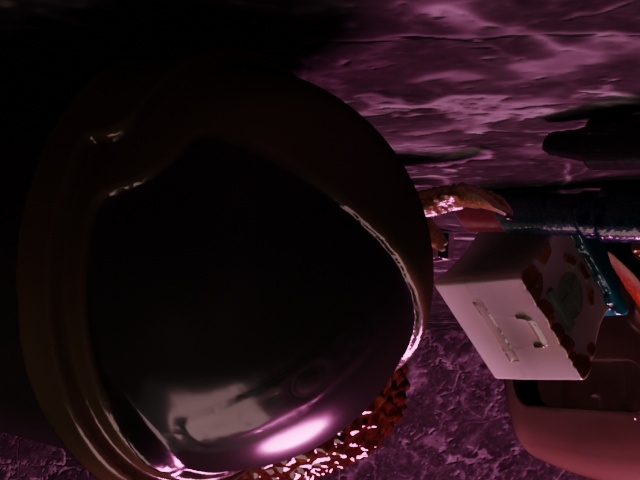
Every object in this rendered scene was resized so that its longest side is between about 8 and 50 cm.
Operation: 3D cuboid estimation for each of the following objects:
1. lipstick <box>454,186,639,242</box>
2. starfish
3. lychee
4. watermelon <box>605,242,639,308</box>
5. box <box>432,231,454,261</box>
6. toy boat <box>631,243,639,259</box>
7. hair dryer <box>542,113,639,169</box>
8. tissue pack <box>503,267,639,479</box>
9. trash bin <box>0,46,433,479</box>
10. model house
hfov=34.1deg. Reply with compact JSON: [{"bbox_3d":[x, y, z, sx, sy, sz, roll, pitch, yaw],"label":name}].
[{"bbox_3d":[0.213,-0.023,0.802,0.234,0.053,0.053,3,173,27],"label":"lipstick"},{"bbox_3d":[-0.002,-0.026,0.755,0.277,0.062,0.236,-1,171,35],"label":"starfish"},{"bbox_3d":[-0.025,0.134,1.056,0.271,0.236,0.236,23,160,-39],"label":"lychee"},{"bbox_3d":[0.341,0.038,0.960,0.193,0.145,0.137,-16,162,-40],"label":"watermelon"},{"bbox_3d":[0.000,0.000,1.041,0.247,0.033,0.129,7,171,-35],"label":"box"},{"bbox_3d":[0.344,0.006,0.866,0.206,0.072,0.064,6,172,-27],"label":"toy boat"},{"bbox_3d":[0.216,-0.058,0.528,0.248,0.070,0.114,6,178,41],"label":"hair dryer"},{"bbox_3d":[0.390,0.154,1.215,0.277,0.267,0.387,2,174,-26],"label":"tissue pack"},{"bbox_3d":[-0.105,0.012,0.524,0.334,0.214,0.214,4,174,29],"label":"trash bin"},{"bbox_3d":[0.193,0.031,0.909,0.100,0.149,0.127,-9,124,47],"label":"model house"}]
